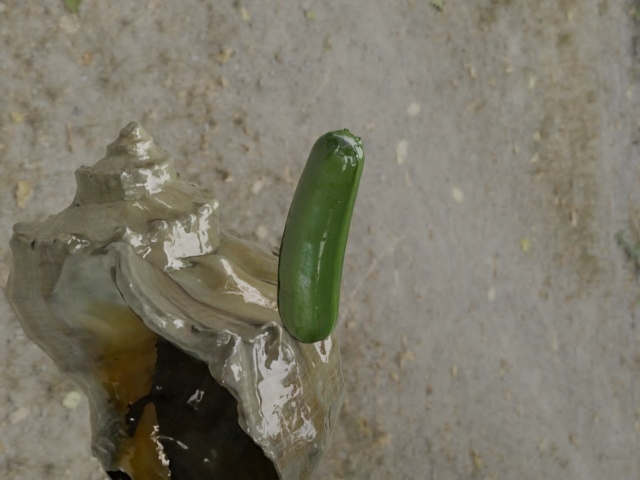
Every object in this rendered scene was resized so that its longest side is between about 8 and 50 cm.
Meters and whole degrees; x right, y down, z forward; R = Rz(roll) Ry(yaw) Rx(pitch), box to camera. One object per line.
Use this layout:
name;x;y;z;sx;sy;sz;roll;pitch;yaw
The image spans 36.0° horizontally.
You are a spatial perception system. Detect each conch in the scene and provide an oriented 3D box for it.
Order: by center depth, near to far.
conch;-0.073;0.081;0.652;0.186;0.263;0.324;-30;112;-18

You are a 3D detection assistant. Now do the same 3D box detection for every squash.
squash;-0.001;-0.001;0.352;0.027;0.027;0.089;-42;148;-53
